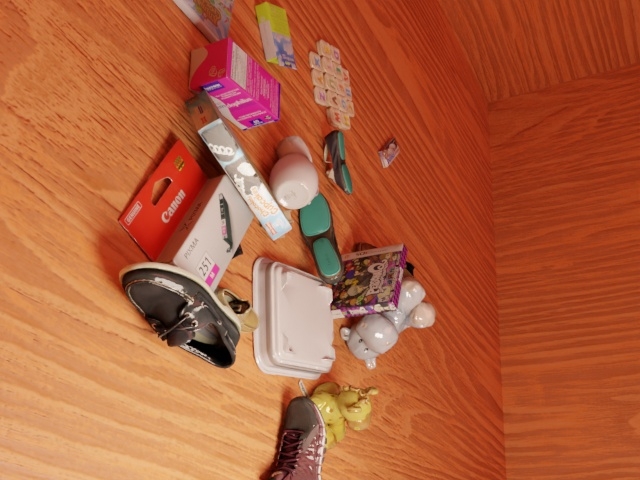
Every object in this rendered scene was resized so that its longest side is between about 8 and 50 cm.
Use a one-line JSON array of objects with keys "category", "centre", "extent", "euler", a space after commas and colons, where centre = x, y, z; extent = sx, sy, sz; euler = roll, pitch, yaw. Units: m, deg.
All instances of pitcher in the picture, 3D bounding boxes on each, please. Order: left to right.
[{"category": "pitcher", "centre": [-0.054, -0.153, 1.818], "extent": [0.177, 0.126, 0.207], "euler": [52, 21, -29]}]

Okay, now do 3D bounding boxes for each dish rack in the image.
[{"category": "dish rack", "centre": [-0.052, 0.199, 1.768], "extent": [0.333, 0.073, 0.285], "euler": [27, 55, -58]}]

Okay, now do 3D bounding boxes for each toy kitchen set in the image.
[{"category": "toy kitchen set", "centre": [-0.117, -0.033, 1.772], "extent": [0.083, 0.075, 0.068], "euler": [-8, 82, -23]}]

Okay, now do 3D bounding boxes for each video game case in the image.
[{"category": "video game case", "centre": [-0.283, -0.594, 1.674], "extent": [0.212, 0.023, 0.193], "euler": [43, 44, -49]}, {"category": "video game case", "centre": [0.134, 0.116, 2.002], "extent": [0.041, 0.210, 0.232], "euler": [57, 35, -35]}]

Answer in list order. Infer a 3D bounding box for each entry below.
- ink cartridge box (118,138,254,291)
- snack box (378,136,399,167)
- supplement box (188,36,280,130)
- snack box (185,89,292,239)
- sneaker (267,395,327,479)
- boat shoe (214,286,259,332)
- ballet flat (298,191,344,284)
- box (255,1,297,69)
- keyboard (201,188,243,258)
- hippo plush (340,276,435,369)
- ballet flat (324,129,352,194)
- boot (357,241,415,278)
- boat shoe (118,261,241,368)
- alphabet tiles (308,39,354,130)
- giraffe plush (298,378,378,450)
[{"category": "ink cartridge box", "centre": [-0.263, -0.046, 1.440], "extent": [0.238, 0.060, 0.275], "euler": [59, 37, -33]}, {"category": "snack box", "centre": [0.259, -0.332, 2.621], "extent": [0.178, 0.022, 0.064], "euler": [-51, 126, -57]}, {"category": "supplement box", "centre": [-0.199, -0.365, 1.652], "extent": [0.220, 0.111, 0.113], "euler": [33, 52, -54]}, {"category": "snack box", "centre": [-0.183, -0.168, 1.570], "extent": [0.321, 0.060, 0.187], "euler": [58, 1, -35]}, {"category": "sneaker", "centre": [-0.066, 0.499, 1.588], "extent": [0.163, 0.107, 0.281], "euler": [16, 66, -57]}, {"category": "boat shoe", "centre": [-0.180, 0.153, 1.530], "extent": [0.190, 0.072, 0.068], "euler": [39, 46, -52]}, {"category": "ballet flat", "centre": [0.000, 0.000, 1.914], "extent": [0.096, 0.095, 0.280], "euler": [74, 4, -63]}, {"category": "box", "centre": [-0.122, -0.565, 1.952], "extent": [0.109, 0.043, 0.178], "euler": [-12, 91, -62]}, {"category": "keyboard", "centre": [-0.222, -0.044, 1.583], "extent": [0.108, 0.023, 0.180], "euler": [-32, 109, -55]}, {"category": "hippo plush", "centre": [0.159, 0.227, 2.058], "extent": [0.237, 0.294, 0.234], "euler": [-33, 85, -36]}, {"category": "ballet flat", "centre": [0.049, -0.233, 2.127], "extent": [0.074, 0.074, 0.203], "euler": [-8, 87, -63]}, {"category": "boot", "centre": [0.216, 0.070, 2.286], "extent": [0.305, 0.115, 0.112], "euler": [31, 55, -54]}, {"category": "boat shoe", "centre": [-0.257, 0.156, 1.324], "extent": [0.340, 0.127, 0.113], "euler": [56, 22, -54]}, {"category": "alphabet tiles", "centre": [0.043, -0.505, 2.275], "extent": [0.278, 0.021, 0.283], "euler": [4, 76, -63]}, {"category": "giraffe plush", "centre": [0.061, 0.427, 1.781], "extent": [0.210, 0.171, 0.181], "euler": [59, 33, -33]}]
